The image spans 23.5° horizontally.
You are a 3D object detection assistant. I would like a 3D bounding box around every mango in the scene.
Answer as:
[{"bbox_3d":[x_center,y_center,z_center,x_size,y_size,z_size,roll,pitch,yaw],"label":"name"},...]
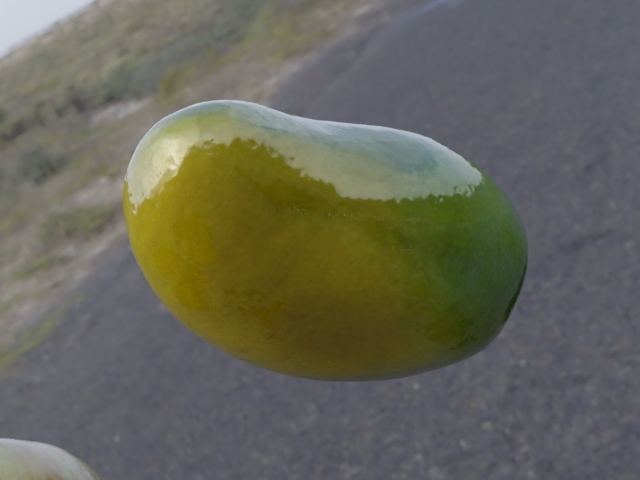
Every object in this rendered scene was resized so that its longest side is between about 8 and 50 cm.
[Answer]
[{"bbox_3d":[0.000,0.003,0.652,0.122,0.191,0.085,-52,32,42],"label":"mango"}]

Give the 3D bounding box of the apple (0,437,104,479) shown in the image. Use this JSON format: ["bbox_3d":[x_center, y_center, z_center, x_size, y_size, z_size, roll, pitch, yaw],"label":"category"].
[{"bbox_3d":[-0.134,0.147,0.635,0.126,0.126,0.102,-29,47,0],"label":"apple"}]
